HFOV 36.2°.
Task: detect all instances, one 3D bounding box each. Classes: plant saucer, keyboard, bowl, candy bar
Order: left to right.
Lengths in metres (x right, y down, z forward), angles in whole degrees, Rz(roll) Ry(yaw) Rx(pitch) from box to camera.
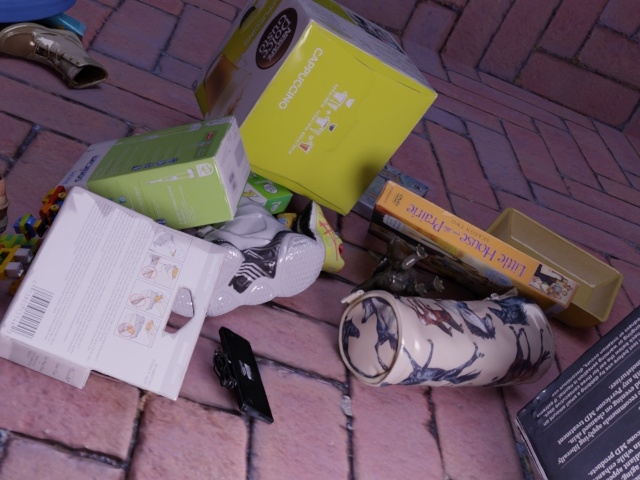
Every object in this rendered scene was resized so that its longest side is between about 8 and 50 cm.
[{"bbox_3d":[-0.748,-0.597,2.254,0.391,0.077,0.391,5,32,-3],"label":"bowl"},{"bbox_3d":[-0.134,0.209,1.527,0.100,0.038,0.192,38,16,-34],"label":"keyboard"},{"bbox_3d":[-0.080,-0.018,1.976,0.040,0.018,0.161,1,26,8],"label":"candy bar"},{"bbox_3d":[0.531,0.074,2.305,0.333,0.081,0.333,33,28,12],"label":"plant saucer"}]

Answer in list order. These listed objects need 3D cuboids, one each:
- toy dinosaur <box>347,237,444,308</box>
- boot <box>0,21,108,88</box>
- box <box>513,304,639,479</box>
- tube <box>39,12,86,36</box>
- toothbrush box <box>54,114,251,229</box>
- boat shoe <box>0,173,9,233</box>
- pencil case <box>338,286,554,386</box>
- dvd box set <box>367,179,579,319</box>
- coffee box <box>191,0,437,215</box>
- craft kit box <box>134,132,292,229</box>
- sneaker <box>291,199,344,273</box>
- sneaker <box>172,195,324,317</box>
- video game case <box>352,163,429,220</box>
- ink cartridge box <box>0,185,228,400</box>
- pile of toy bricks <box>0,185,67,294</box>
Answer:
[{"bbox_3d":[0.126,0.096,1.860,0.121,0.160,0.313,54,39,-7],"label":"toy dinosaur"},{"bbox_3d":[-0.592,-0.406,2.165,0.213,0.077,0.165,-6,44,-48],"label":"boot"},{"bbox_3d":[0.599,0.414,1.394,0.480,0.297,0.472,32,23,-28],"label":"box"},{"bbox_3d":[-0.673,-0.555,2.392,0.207,0.052,0.080,20,32,-20],"label":"tube"},{"bbox_3d":[-0.281,-0.105,1.691,0.283,0.122,0.206,-9,25,9],"label":"toothbrush box"},{"bbox_3d":[-0.624,-0.125,1.570,0.324,0.116,0.123,28,26,12],"label":"boat shoe"},{"bbox_3d":[0.227,0.172,1.757,0.410,0.160,0.183,5,49,-36],"label":"pencil case"},{"bbox_3d":[0.298,0.033,2.013,0.420,0.062,0.307,29,-9,4],"label":"dvd box set"},{"bbox_3d":[-0.023,-0.319,2.089,0.338,0.337,0.334,25,23,-31],"label":"coffee box"},{"bbox_3d":[-0.223,-0.135,1.998,0.246,0.061,0.250,47,35,22],"label":"craft kit box"},{"bbox_3d":[0.000,0.000,1.975,0.094,0.081,0.208,24,31,-23],"label":"sneaker"},{"bbox_3d":[-0.184,0.018,1.709,0.366,0.137,0.210,-7,34,-43],"label":"sneaker"},{"bbox_3d":[0.082,-0.156,2.362,0.329,0.036,0.300,31,27,8],"label":"video game case"},{"bbox_3d":[-0.300,0.084,1.442,0.261,0.066,0.296,23,47,-9],"label":"ink cartridge box"},{"bbox_3d":[-0.463,0.011,1.521,0.105,0.118,0.212,2,40,14],"label":"pile of toy bricks"}]
